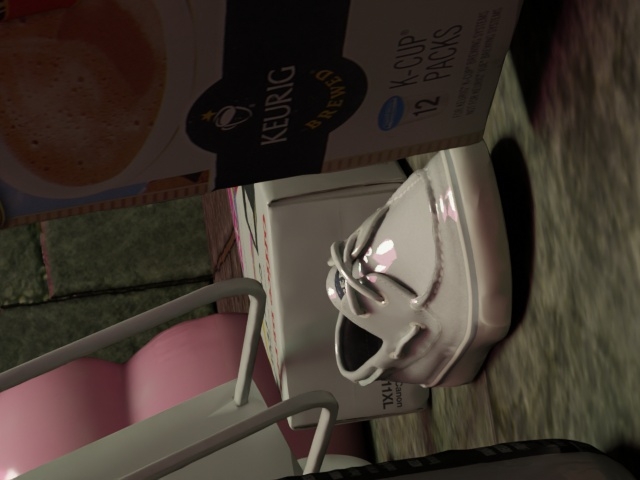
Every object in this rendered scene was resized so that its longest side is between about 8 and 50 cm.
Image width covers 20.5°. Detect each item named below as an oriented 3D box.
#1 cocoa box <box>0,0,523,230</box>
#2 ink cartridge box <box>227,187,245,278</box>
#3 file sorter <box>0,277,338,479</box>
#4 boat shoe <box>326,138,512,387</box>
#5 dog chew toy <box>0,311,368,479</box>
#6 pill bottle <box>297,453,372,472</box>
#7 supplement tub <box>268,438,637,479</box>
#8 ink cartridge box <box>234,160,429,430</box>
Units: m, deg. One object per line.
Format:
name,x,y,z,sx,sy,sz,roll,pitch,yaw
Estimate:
cocoa box,-0.069,-0.186,0.474,0.347,0.228,0.231,100,156,-61
ink cartridge box,-0.035,-0.100,1.169,0.311,0.065,0.186,106,155,-70
file sorter,-0.048,0.182,0.750,0.278,0.193,0.173,59,161,22
boat shoe,0.034,0.015,0.688,0.184,0.063,0.066,104,157,-73
dog chew toy,-0.138,0.161,1.167,0.206,0.331,0.207,173,90,-84
pill bottle,0.009,0.211,1.033,0.087,0.087,0.160,-117,20,-70
supplement tub,-0.061,0.180,0.508,0.207,0.338,0.207,171,90,-83
ink cartridge box,0.000,0.000,0.918,0.175,0.072,0.127,-113,16,-66
